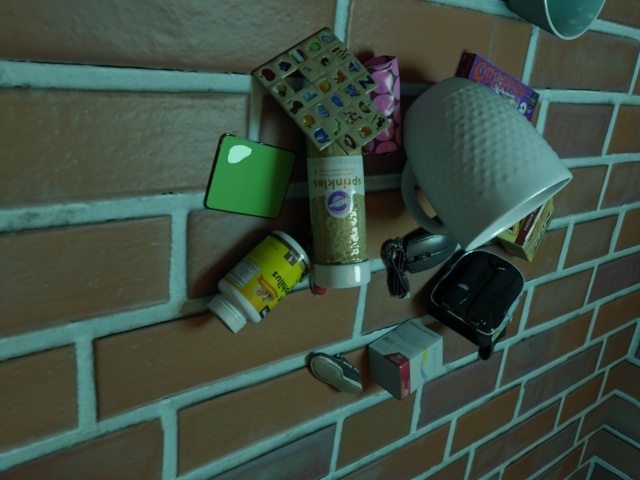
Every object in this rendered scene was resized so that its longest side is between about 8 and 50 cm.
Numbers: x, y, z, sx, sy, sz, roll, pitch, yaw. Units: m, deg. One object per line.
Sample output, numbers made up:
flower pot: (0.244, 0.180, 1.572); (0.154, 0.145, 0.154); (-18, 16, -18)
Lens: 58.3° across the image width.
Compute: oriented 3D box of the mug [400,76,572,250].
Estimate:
mug: (0.319, -0.162, 1.317); (0.276, 0.328, 0.374); (-21, 162, -38)

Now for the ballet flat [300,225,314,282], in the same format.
ballet flat: (0.000, 0.000, 1.281); (0.068, 0.072, 0.213); (13, 101, -5)

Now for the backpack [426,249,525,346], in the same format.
backpack: (0.458, 0.162, 1.665); (0.253, 0.225, 0.191); (-50, 156, -18)

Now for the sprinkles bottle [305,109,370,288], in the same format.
sprinkles bottle: (0.034, -0.084, 1.184); (0.121, 0.121, 0.356); (-9, 98, -39)

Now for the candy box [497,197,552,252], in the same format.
candy box: (0.629, -0.051, 1.744); (0.183, 0.087, 0.316); (-64, 154, 2)

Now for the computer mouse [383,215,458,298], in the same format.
computer mouse: (0.296, 0.031, 1.563); (0.272, 0.072, 0.189); (-34, 127, -26)

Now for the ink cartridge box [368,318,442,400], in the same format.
ink cartridge box: (0.240, 0.330, 1.608); (0.176, 0.128, 0.127); (-25, 124, -30)

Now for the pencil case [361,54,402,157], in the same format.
pencil case: (0.128, -0.295, 1.261); (0.098, 0.095, 0.209); (-13, 117, -10)

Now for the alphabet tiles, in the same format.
alphabet tiles: (0.020, -0.283, 1.110); (0.198, 0.009, 0.237); (-38, 85, -22)

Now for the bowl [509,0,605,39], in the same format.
bowl: (0.579, -0.670, 1.433); (0.311, 0.163, 0.312); (-18, 119, -35)

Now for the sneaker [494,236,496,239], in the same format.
sneaker: (0.460, -0.117, 1.621); (0.129, 0.111, 0.297); (-50, 134, -21)

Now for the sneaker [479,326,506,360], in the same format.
sneaker: (0.606, 0.331, 1.985); (0.089, 0.051, 0.170); (-4, 108, -35)

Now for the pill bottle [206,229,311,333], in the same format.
pill bottle: (-0.128, 0.088, 1.183); (0.215, 0.117, 0.117); (-45, 132, -17)

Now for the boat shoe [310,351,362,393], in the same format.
boat shoe: (0.041, 0.333, 1.499); (0.206, 0.075, 0.065); (44, 35, -38)

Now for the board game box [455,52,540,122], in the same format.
board game box: (0.466, -0.350, 1.561); (0.346, 0.056, 0.208); (9, 99, -43)

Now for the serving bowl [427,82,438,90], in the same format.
serving bowl: (0.280, -0.346, 1.410); (0.083, 0.027, 0.083); (-18, 120, -35)

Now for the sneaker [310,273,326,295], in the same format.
sneaker: (0.011, 0.086, 1.340); (0.042, 0.067, 0.119); (-23, 122, -32)

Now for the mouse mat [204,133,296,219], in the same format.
mouse mat: (-0.137, -0.124, 1.158); (0.189, 0.007, 0.153); (8, 103, -42)
